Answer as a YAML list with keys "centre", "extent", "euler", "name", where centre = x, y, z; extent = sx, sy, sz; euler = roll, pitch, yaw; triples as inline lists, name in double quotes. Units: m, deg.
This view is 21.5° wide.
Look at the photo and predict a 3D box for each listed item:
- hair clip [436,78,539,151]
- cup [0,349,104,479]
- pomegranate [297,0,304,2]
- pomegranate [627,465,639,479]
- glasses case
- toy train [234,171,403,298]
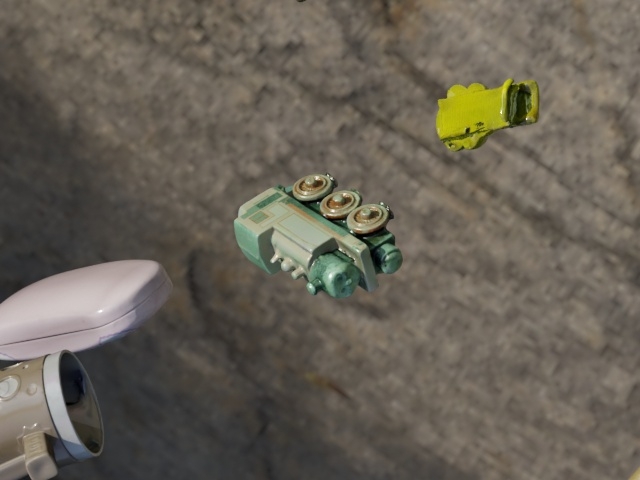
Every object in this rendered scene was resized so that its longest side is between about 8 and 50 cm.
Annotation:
- centre: [0.166, -0.133, 1.727]
  extent: [0.046, 0.072, 0.173]
  euler: [6, 171, -22]
  name: "hair clip"
- centre: [-0.200, 0.132, 1.099]
  extent: [0.099, 0.102, 0.074]
  euler: [-18, 142, 8]
  name: "cup"
- centre: [0.016, -0.283, 1.307]
  extent: [0.179, 0.210, 0.179]
  euler: [42, -172, -7]
  name: "pomegranate"
- centre: [0.409, 0.334, 1.600]
  extent: [0.333, 0.332, 0.332]
  euler: [25, 147, 18]
  name: "pomegranate"
- centre: [-0.284, 0.081, 1.927]
  extent: [0.297, 0.113, 0.075]
  euler: [-11, 115, 46]
  name: "glasses case"
- centre: [0.000, 0.000, 1.804]
  extent: [0.194, 0.125, 0.080]
  euler: [33, 148, 47]
  name: "toy train"
